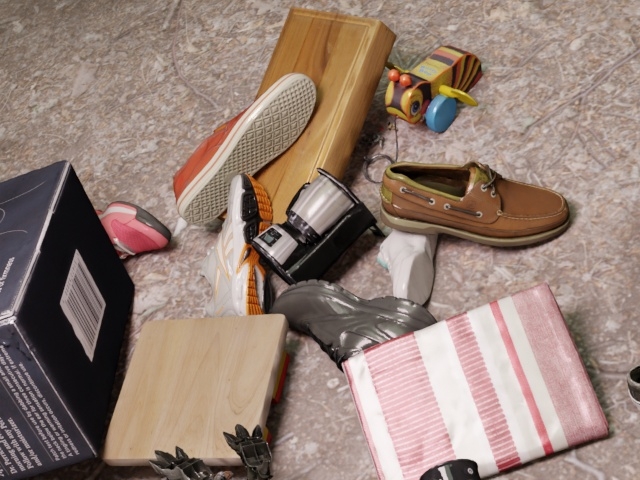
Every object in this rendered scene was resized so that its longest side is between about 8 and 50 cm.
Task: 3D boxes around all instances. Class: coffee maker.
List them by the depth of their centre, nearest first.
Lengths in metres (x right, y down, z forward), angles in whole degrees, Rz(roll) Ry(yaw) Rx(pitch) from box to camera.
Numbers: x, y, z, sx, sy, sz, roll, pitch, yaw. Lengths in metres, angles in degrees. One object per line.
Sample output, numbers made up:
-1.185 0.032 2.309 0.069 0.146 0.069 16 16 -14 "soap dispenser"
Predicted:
0.000 0.000 1.920 0.178 0.171 0.120 -47 17 -4 "coffee maker"

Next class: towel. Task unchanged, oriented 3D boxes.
0.216 0.222 1.669 0.329 0.037 0.237 -21 65 8 "towel"

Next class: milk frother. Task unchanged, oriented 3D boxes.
0.160 0.385 1.557 0.129 0.143 0.134 0 51 -21 "milk frother"

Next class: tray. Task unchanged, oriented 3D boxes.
-0.033 -0.206 2.075 0.203 0.076 0.410 16 81 35 "tray"

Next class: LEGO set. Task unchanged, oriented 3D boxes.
0.101 -0.195 2.146 0.054 0.023 0.083 23 63 38 "LEGO set"

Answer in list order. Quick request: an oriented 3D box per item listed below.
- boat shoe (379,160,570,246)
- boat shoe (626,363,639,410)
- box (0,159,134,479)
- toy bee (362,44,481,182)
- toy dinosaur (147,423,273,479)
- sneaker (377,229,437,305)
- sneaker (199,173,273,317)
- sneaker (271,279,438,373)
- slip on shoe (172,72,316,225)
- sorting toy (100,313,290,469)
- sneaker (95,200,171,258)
0.247 -0.066 1.854 0.307 0.104 0.110 1 41 2 "boat shoe"
0.525 0.189 1.570 0.219 0.070 0.077 -10 47 17 "boat shoe"
-0.595 0.161 1.889 0.472 0.297 0.480 -17 30 9 "box"
0.184 -0.259 2.066 0.195 0.162 0.298 8 55 21 "toy bee"
-0.127 0.384 1.606 0.322 0.218 0.164 9 19 32 "toy dinosaur"
0.132 0.036 1.896 0.094 0.080 0.212 -10 37 24 "sneaker"
-0.154 0.016 1.974 0.121 0.099 0.262 -8 74 30 "sneaker"
0.037 0.144 1.819 0.286 0.109 0.130 8 61 33 "sneaker"
-0.140 -0.171 2.019 0.331 0.123 0.101 -46 51 16 "slip on shoe"
-0.182 0.250 1.831 0.256 0.089 0.257 -4 50 22 "sorting toy"
-0.407 0.012 2.157 0.314 0.116 0.136 1 61 35 "sneaker"
